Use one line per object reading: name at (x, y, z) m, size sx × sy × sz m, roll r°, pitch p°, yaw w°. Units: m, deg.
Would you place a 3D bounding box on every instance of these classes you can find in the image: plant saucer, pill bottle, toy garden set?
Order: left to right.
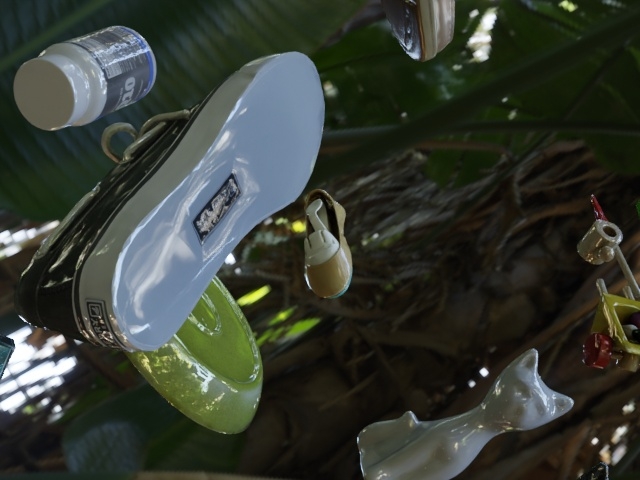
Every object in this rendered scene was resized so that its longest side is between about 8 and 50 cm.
pill bottle at (-0.218, -0.151, 1.000) m, size 0.078 × 0.137 × 0.078 m, roll 8°, pitch -66°, yaw 20°
plant saucer at (-0.127, 0.071, 1.016) m, size 0.037 × 0.241 × 0.241 m, roll -36°, pitch -94°, yaw 13°
toy garden set at (0.306, 0.039, 0.900) m, size 0.204 × 0.244 × 0.049 m, roll 14°, pitch -46°, yaw -14°

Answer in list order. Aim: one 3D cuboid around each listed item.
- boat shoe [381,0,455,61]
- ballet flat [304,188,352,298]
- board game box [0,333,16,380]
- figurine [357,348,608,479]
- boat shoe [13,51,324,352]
boat shoe at (0.113, -0.349, 1.068) m, size 0.121 × 0.110 × 0.341 m, roll -132°, pitch -149°, yaw -59°
ballet flat at (0.000, 0.000, 1.654) m, size 0.080 × 0.232 × 0.073 m, roll -25°, pitch -59°, yaw 12°
board game box at (-0.254, 0.118, 0.561) m, size 0.126 × 0.186 × 0.026 m, roll 24°, pitch -1°, yaw -21°
figurine at (0.171, 0.234, 1.035) m, size 0.209 × 0.092 × 0.215 m, roll -30°, pitch -89°, yaw 7°
boat shoe at (-0.097, -0.038, 0.758) m, size 0.105 × 0.306 × 0.113 m, roll 5°, pitch -46°, yaw 28°
